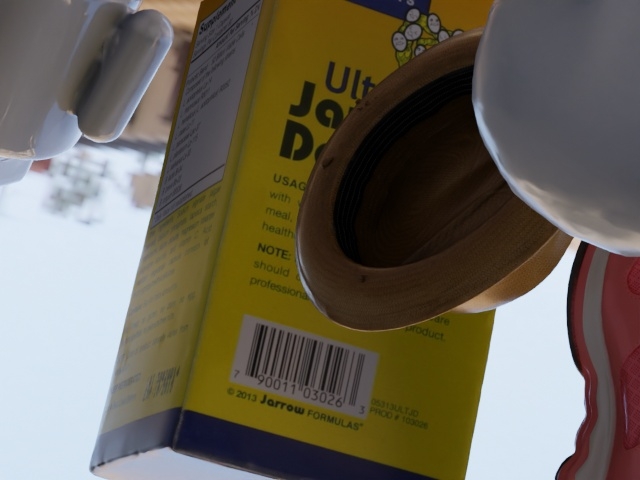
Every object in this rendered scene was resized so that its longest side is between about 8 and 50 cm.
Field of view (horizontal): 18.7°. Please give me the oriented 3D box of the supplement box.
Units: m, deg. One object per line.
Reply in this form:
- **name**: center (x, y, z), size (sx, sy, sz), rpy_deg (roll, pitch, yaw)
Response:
- **supplement box**: center (0.000, 0.000, 1.289), size (0.194, 0.195, 0.357), rpy_deg (154, -49, -66)

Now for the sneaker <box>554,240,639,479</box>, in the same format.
- **sneaker**: center (0.213, 0.101, 1.083), size (0.136, 0.116, 0.314), rpy_deg (7, -95, 43)

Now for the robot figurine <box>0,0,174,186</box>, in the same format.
- **robot figurine**: center (-0.266, -0.212, 1.702), size (0.300, 0.200, 0.353), rpy_deg (35, -66, 14)

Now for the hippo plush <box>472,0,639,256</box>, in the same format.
- **hippo plush**: center (0.162, -0.002, 0.691), size (0.294, 0.234, 0.236), rpy_deg (-36, -119, -19)

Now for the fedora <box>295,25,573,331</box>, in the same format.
- **fedora**: center (0.079, -0.022, 1.012), size (0.194, 0.079, 0.194), rpy_deg (-24, -134, 28)
